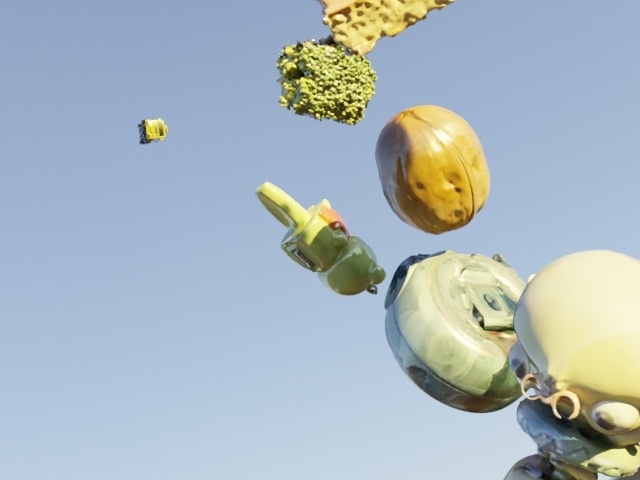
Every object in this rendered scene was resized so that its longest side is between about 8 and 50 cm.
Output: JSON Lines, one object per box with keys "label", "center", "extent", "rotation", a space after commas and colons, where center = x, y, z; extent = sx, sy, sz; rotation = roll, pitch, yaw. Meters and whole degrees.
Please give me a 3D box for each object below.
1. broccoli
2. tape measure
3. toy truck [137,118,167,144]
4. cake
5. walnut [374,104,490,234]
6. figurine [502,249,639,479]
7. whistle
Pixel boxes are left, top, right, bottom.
{"label": "broccoli", "center": [-0.002, -0.347, 2.045], "extent": [0.242, 0.181, 0.273], "rotation": [19, -27, -24]}
{"label": "tape measure", "center": [0.230, 0.127, 1.342], "extent": [0.256, 0.275, 0.147], "rotation": [4, -45, -27]}
{"label": "toy truck", "center": [-0.376, -0.243, 1.924], "extent": [0.054, 0.049, 0.083], "rotation": [-6, 0, -21]}
{"label": "cake", "center": [0.090, -0.531, 1.477], "extent": [0.293, 0.314, 0.307], "rotation": [-26, -65, 6]}
{"label": "walnut", "center": [0.170, -0.104, 1.301], "extent": [0.167, 0.167, 0.207], "rotation": [-26, -66, 0]}
{"label": "figurine", "center": [0.292, 0.210, 0.925], "extent": [0.274, 0.226, 0.395], "rotation": [9, -76, -42]}
{"label": "whistle", "center": [0.000, 0.000, 1.516], "extent": [0.106, 0.288, 0.131], "rotation": [-53, 15, -29]}
